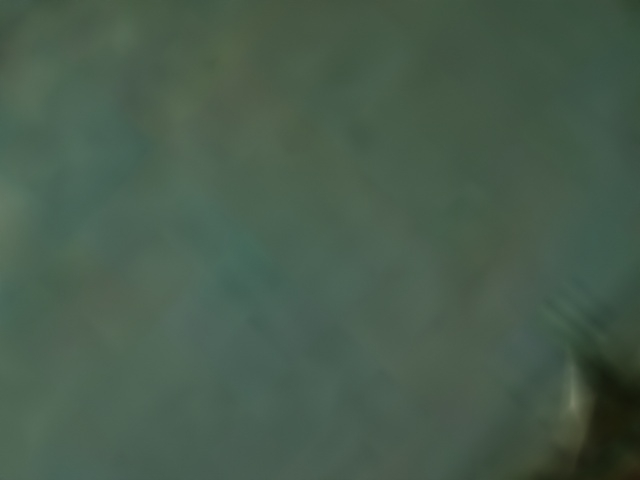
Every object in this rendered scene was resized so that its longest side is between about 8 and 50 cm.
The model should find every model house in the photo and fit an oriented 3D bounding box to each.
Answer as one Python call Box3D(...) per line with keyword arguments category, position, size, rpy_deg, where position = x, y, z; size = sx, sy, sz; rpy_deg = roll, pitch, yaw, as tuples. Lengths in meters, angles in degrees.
Box3D(category="model house", position=(0.000, 0.000, 0.531), size=(0.297, 0.339, 0.360), rpy_deg=(43, 99, 13))
